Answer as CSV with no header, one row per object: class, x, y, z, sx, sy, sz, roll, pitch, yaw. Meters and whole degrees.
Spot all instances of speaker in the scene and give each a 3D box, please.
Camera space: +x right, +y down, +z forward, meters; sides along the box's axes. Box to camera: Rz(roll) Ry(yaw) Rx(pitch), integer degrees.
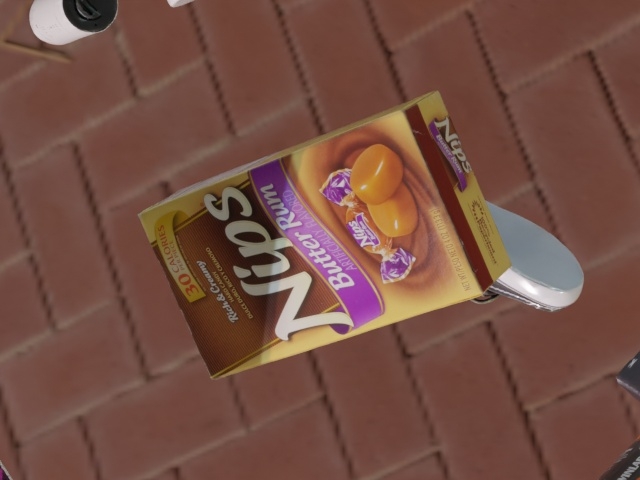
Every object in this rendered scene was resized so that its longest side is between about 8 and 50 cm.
speaker,-0.235,-0.217,1.710,0.136,0.055,0.055,-178,94,-69

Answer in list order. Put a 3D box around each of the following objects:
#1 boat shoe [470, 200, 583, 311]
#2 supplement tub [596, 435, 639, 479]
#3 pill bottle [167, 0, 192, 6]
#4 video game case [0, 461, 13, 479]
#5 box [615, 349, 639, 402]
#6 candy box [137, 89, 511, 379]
boat shoe,0.138,0.015,1.614,0.228,0.080,0.076,31,127,34
supplement tub,0.296,0.233,1.594,0.106,0.198,0.106,29,140,28
pill bottle,-0.111,-0.248,1.220,0.094,0.094,0.169,-27,93,25
video game case,-0.241,0.151,1.017,0.210,0.232,0.042,13,53,30
box,0.331,0.109,1.220,0.207,0.108,0.153,39,91,-4
candy box,0.000,0.000,1.008,0.186,0.053,0.109,-20,98,32
